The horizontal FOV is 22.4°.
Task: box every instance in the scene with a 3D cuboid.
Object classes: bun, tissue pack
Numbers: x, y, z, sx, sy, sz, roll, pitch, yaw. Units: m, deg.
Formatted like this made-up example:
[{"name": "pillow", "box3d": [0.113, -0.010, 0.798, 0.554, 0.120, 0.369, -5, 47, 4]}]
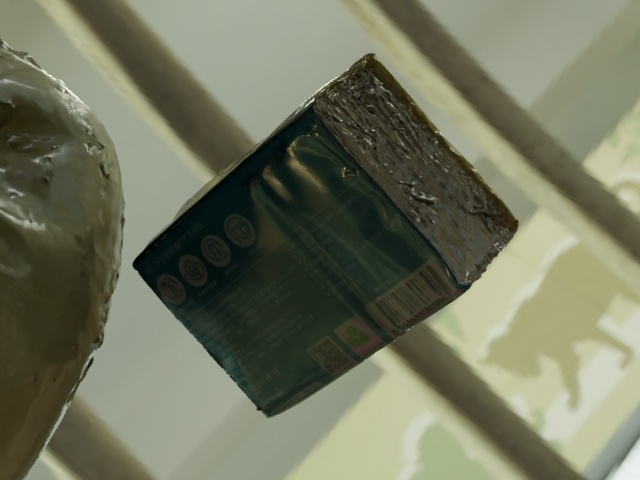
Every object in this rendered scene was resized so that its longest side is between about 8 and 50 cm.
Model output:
[{"name": "bun", "box3d": [-0.275, 0.019, 0.875, 0.326, 0.362, 0.234, -31, -52, 25]}, {"name": "tissue pack", "box3d": [0.000, 0.000, 0.814, 0.169, 0.120, 0.082, -38, 6, 43]}]
